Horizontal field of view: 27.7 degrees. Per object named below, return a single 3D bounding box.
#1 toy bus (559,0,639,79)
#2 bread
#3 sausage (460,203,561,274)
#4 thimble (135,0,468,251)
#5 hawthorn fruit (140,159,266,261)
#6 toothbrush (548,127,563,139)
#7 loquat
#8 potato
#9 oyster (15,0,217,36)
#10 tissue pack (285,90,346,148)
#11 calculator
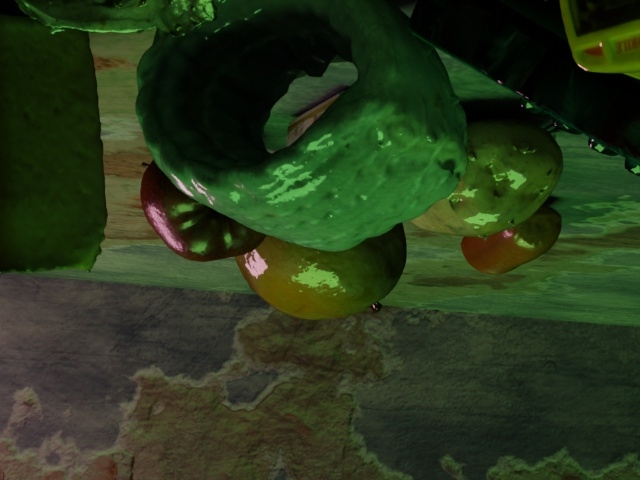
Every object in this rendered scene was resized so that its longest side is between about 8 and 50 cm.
[{"bbox_3d":[0.243,-0.155,0.748,0.330,0.152,0.144,11,170,-38],"label":"toy bus"},{"bbox_3d":[-0.380,-0.072,1.186,0.233,0.244,0.362,-1,173,-38],"label":"bread"},{"bbox_3d":[0.268,-0.003,1.866,0.098,0.098,0.238,5,169,-11],"label":"sausage"},{"bbox_3d":[-0.012,-0.103,0.997,0.250,0.204,0.172,17,174,34],"label":"thimble"},{"bbox_3d":[-0.145,-0.054,1.563,0.163,0.162,0.203,6,-174,-18],"label":"hawthorn fruit"},{"bbox_3d":[0.264,-0.123,1.359,0.019,0.013,0.193,-1,172,-11],"label":"toothbrush"},{"bbox_3d":[0.000,0.000,1.676,0.238,0.193,0.238,4,147,3],"label":"loquat"},{"bbox_3d":[0.157,-0.061,1.391,0.235,0.128,0.161,-12,178,40],"label":"potato"},{"bbox_3d":[-0.161,-0.193,0.961,0.177,0.056,0.105,-3,157,30],"label":"oyster"},{"bbox_3d":[0.035,-0.091,1.370,0.106,0.099,0.149,7,170,-20],"label":"tissue pack"},{"bbox_3d":[0.218,-0.099,0.902,0.274,0.058,0.248,37,-156,30],"label":"calculator"}]
